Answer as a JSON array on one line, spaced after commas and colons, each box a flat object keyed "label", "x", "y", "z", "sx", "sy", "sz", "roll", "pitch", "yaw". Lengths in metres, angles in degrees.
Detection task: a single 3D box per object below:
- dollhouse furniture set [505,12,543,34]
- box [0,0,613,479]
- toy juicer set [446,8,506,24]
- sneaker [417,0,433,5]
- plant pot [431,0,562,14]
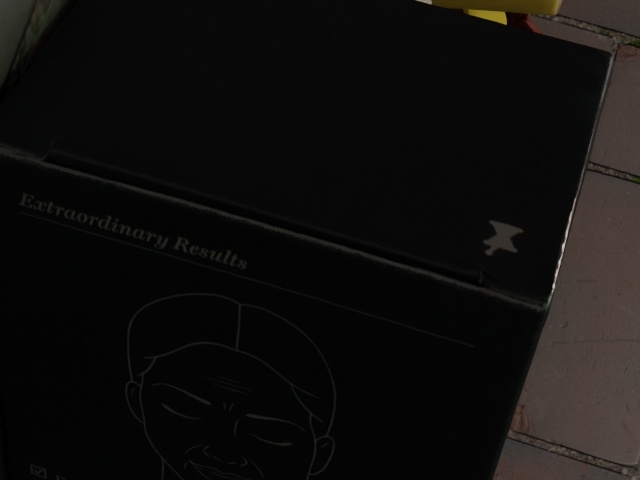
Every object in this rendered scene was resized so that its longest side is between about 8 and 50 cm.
[{"label": "dollhouse furniture set", "x": 0.206, "y": -0.294, "z": 1.599, "sx": 0.201, "sy": 0.152, "sz": 0.374, "roll": -15, "pitch": 152, "yaw": -38}, {"label": "box", "x": -0.023, "y": 0.055, "z": 0.875, "sx": 0.395, "sy": 0.294, "sz": 0.212, "roll": 99, "pitch": 11, "yaw": -47}, {"label": "toy juicer set", "x": 0.063, "y": -0.177, "z": 1.563, "sx": 0.089, "sy": 0.209, "sz": 0.329, "roll": -7, "pitch": 139, "yaw": -35}, {"label": "sneaker", "x": -0.003, "y": -0.178, "z": 1.148, "sx": 0.225, "sy": 0.092, "sz": 0.088, "roll": -23, "pitch": 176, "yaw": -41}, {"label": "plant pot", "x": 0.130, "y": -0.319, "z": 1.336, "sx": 0.254, "sy": 0.239, "sz": 0.254, "roll": 18, "pitch": 90, "yaw": -82}]
